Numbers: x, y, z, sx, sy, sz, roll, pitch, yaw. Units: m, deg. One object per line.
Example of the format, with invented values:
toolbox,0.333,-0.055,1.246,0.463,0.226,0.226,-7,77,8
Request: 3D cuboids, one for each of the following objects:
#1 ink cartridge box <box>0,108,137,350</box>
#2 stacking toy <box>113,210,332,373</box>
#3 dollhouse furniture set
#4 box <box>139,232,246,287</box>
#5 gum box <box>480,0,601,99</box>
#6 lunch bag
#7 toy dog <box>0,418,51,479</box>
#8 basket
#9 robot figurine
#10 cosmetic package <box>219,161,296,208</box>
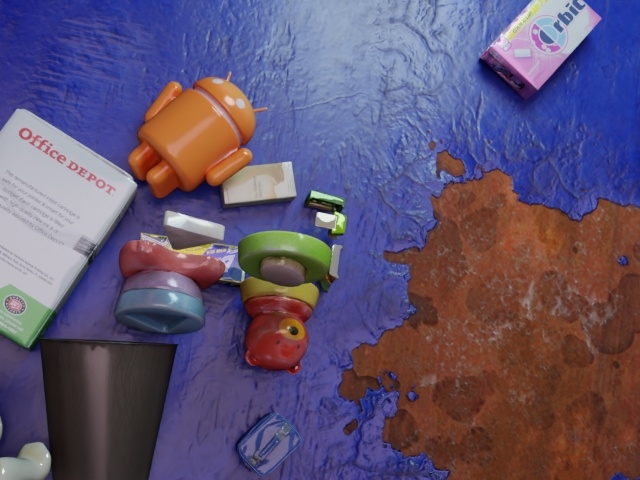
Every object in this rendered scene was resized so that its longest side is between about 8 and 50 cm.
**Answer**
ink cartridge box,-0.432,-0.013,1.617,0.211,0.121,0.289,33,77,-3
stacking toy,-0.133,0.086,1.554,0.309,0.279,0.130,10,66,-14
dollhouse furniture set,0.000,0.000,1.719,0.059,0.076,0.151,12,69,-11
box,-0.196,0.031,1.687,0.169,0.054,0.059,8,80,-9
gum box,0.365,-0.335,1.844,0.107,0.062,0.188,43,76,-1
lunch bag,-0.082,0.307,1.657,0.098,0.065,0.067,-44,90,-14
toy dog,-0.528,0.355,1.412,0.285,0.407,0.395,12,45,28
basket,-0.309,0.257,1.584,0.204,0.154,0.226,5,85,-31
robot figurine,-0.191,-0.164,1.683,0.219,0.158,0.128,-42,125,-13
cosmetic package,-0.100,-0.087,1.730,0.115,0.041,0.060,-8,83,-12
